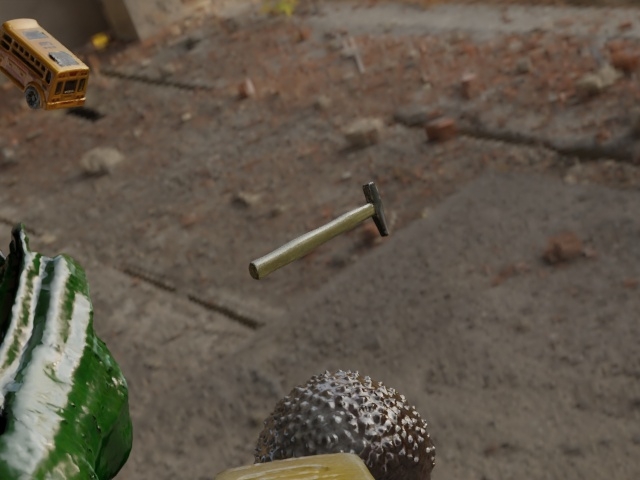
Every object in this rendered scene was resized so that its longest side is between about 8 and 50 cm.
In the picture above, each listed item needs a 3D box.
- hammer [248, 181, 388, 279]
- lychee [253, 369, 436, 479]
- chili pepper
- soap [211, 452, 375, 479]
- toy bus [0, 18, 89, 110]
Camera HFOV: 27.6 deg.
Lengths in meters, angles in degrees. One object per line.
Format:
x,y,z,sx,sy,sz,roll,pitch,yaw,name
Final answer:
0.000,0.000,1.365,0.199,0.062,0.013,-28,14,-40,hammer
0.030,0.339,2.071,0.300,0.300,0.300,-17,26,9,lychee
-0.229,0.130,0.965,0.213,0.167,0.385,-42,22,15,chili pepper
-0.020,0.276,1.250,0.173,0.089,0.274,-8,2,-6,soap
-0.367,-0.230,1.665,0.162,0.074,0.069,40,35,28,toy bus
